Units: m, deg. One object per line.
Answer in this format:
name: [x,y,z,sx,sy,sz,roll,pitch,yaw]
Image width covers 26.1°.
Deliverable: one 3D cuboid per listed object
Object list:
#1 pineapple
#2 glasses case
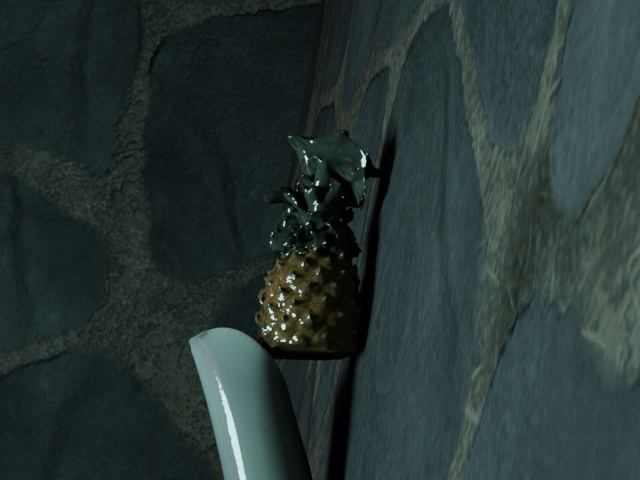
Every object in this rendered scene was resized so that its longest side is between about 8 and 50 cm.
pineapple: [0.000,0.000,1.349,0.111,0.119,0.237,96,179,-72]
glasses case: [-0.046,0.234,1.291,0.128,0.083,0.308,63,-169,-65]
